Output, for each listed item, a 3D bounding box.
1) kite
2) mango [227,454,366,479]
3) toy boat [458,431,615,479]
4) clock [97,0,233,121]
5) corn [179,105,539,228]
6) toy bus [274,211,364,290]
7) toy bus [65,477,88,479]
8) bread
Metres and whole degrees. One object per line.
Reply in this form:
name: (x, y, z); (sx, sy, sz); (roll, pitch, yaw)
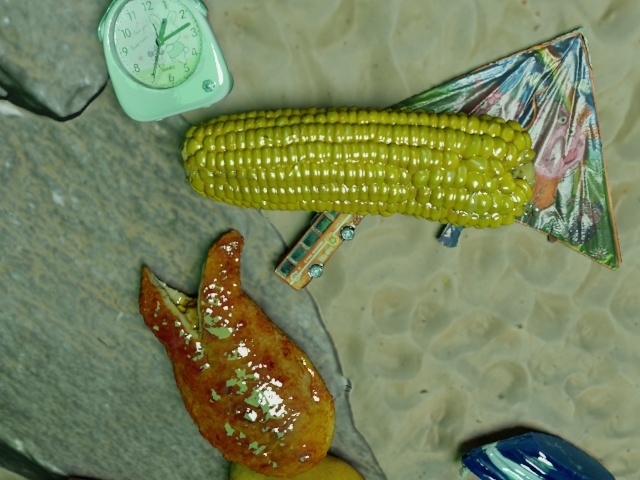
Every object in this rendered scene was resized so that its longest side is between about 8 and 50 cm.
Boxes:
kite: (0.187, -0.088, 0.548); (0.321, 0.016, 0.233); (25, 107, -9)
mango: (-0.022, 0.293, 0.650); (0.165, 0.089, 0.115); (-1, 110, 5)
toy boat: (0.212, 0.356, 0.685); (0.221, 0.067, 0.291); (29, 111, -10)
clock: (-0.139, -0.178, 0.505); (0.101, 0.041, 0.134); (-12, 108, 6)
corn: (0.027, -0.068, 0.500); (0.313, 0.102, 0.101); (4, 110, 3)
toy bus: (0.000, 0.000, 0.573); (0.043, 0.031, 0.110); (38, 107, -5)
toy bus: (-0.282, 0.359, 0.621); (0.136, 0.209, 0.126); (27, 110, 3)
bread: (-0.084, 0.130, 0.590); (0.140, 0.095, 0.268); (-29, 103, 3)
